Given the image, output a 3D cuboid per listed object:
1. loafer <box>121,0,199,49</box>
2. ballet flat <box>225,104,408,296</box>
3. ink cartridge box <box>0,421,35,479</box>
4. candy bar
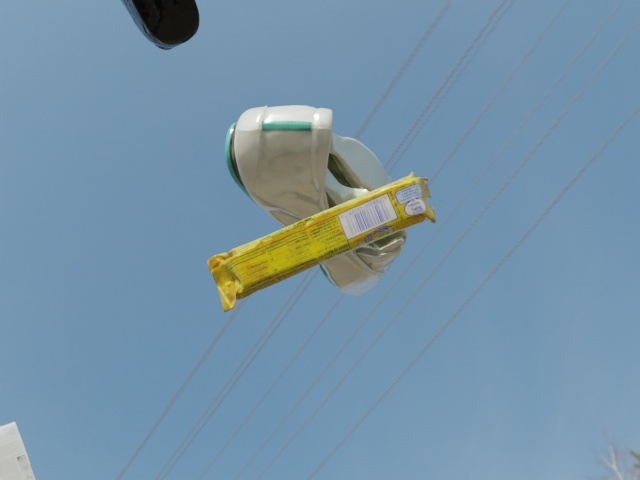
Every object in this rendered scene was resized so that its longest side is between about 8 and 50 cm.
[{"bbox_3d":[-0.154,-0.232,0.543,0.062,0.061,0.170,-24,-78,-22],"label":"loafer"},{"bbox_3d":[0.035,-0.031,0.815,0.139,0.139,0.400,-27,-31,12],"label":"ballet flat"},{"bbox_3d":[-0.492,0.349,1.068,0.062,0.115,0.029,-13,-25,-40],"label":"ink cartridge box"},{"bbox_3d":[0.000,0.000,0.454,0.161,0.040,0.018,-23,-21,8],"label":"candy bar"}]
